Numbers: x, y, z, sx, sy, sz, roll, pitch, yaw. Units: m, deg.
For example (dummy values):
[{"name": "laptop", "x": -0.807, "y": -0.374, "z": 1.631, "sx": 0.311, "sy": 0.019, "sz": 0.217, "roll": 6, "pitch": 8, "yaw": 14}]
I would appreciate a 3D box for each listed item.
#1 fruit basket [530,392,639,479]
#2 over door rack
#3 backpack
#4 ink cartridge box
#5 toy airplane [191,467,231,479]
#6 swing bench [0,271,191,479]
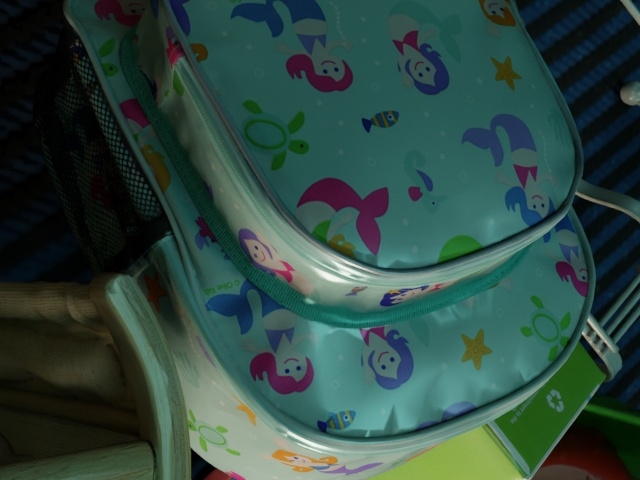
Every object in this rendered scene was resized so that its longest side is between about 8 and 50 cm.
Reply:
[{"name": "fruit basket", "x": 0.233, "y": 0.277, "z": 1.006, "sx": 0.392, "sy": 0.392, "sz": 0.282, "roll": -5, "pitch": 106, "yaw": -42}, {"name": "over door rack", "x": 0.196, "y": -0.086, "z": 1.055, "sx": 0.239, "sy": 0.108, "sz": 0.324, "roll": -46, "pitch": 115, "yaw": -23}, {"name": "backpack", "x": 0.008, "y": -0.019, "z": 0.630, "sx": 0.225, "sy": 0.191, "sz": 0.253, "roll": -16, "pitch": 80, "yaw": -30}, {"name": "ink cartridge box", "x": 0.045, "y": 0.151, "z": 0.865, "sx": 0.097, "sy": 0.189, "sz": 0.255, "roll": 51, "pitch": 43, "yaw": -2}, {"name": "toy airplane", "x": -0.098, "y": 0.156, "z": 0.895, "sx": 0.151, "sy": 0.028, "sz": 0.151, "roll": -16, "pitch": 115, "yaw": -38}, {"name": "swing bench", "x": -0.215, "y": 0.130, "z": 0.600, "sx": 0.255, "sy": 0.253, "sz": 0.165, "roll": -27, "pitch": 105, "yaw": -34}]
